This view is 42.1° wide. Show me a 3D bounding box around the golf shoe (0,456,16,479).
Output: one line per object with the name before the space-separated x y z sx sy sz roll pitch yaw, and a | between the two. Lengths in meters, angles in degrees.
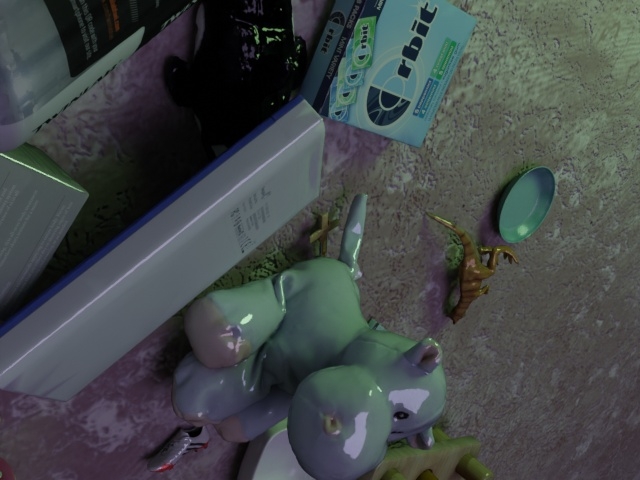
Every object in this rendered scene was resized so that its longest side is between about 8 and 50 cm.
golf shoe | -0.400 0.310 0.718 0.306 0.115 0.140 -25 137 -26

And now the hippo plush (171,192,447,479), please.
hippo plush | 0.016 0.150 0.882 0.294 0.236 0.234 -31 142 -32

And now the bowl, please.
bowl | -0.045 0.279 1.068 0.142 0.053 0.142 2 115 -44

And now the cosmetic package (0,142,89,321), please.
cosmetic package | -0.303 -0.042 0.587 0.238 0.107 0.127 32 93 -46

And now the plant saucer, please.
plant saucer | 0.289 -0.054 1.187 0.119 0.021 0.119 -24 130 -31

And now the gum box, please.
gum box | 0.074 -0.191 0.876 0.184 0.041 0.157 8 110 -50

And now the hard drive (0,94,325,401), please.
hard drive | -0.131 0.018 0.734 0.318 0.040 0.210 -40 170 -10

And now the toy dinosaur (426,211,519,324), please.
toy dinosaur | 0.210 0.034 1.140 0.112 0.064 0.212 -29 132 -25

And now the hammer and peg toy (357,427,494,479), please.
hammer and peg toy | 0.098 0.466 1.265 0.265 0.127 0.361 6 111 -45

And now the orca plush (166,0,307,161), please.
orca plush | -0.039 -0.177 0.741 0.151 0.102 0.287 3 113 -44

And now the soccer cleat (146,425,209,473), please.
soccer cleat | -0.163 0.235 0.951 0.083 0.029 0.036 -23 121 -35

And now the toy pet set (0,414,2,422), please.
toy pet set | -0.338 0.137 0.717 0.122 0.065 0.114 -5 154 -38

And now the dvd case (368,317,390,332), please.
dvd case | 0.075 0.164 1.135 0.087 0.013 0.119 -52 138 -3

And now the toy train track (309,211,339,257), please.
toy train track | 0.000 0.000 0.961 0.048 0.014 0.083 -32 140 -34

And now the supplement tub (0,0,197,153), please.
supplement tub | -0.144 -0.228 0.507 0.338 0.207 0.207 -48 140 -27
